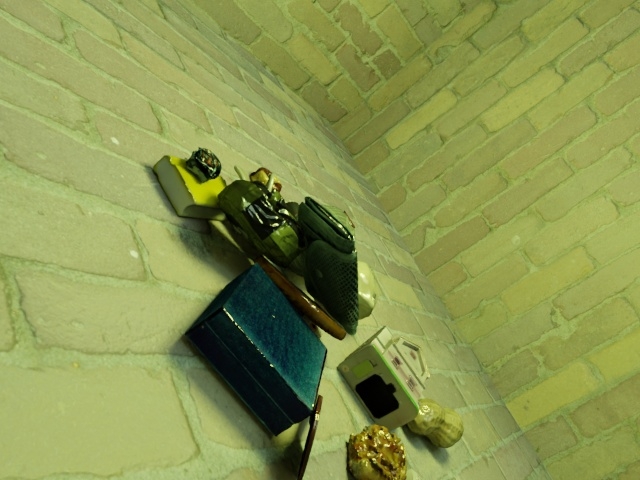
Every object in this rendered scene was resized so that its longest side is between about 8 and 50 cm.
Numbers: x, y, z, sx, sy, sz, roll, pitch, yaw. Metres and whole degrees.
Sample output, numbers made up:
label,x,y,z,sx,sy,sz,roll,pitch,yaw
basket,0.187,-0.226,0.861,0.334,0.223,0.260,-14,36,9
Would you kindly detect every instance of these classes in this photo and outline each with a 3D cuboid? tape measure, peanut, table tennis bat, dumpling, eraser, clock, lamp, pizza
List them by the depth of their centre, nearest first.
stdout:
label,x,y,z,sx,sy,sz,roll,pitch,yaw
table tennis bat,-0.017,0.385,1.043,0.021,0.154,0.274,15,6,3
pizza,0.154,0.530,1.252,0.161,0.085,0.305,59,17,22
tape measure,-0.299,-0.196,1.313,0.091,0.054,0.094,47,24,-19
eraser,-0.324,-0.136,1.340,0.158,0.069,0.226,60,18,12
eraser,0.275,0.678,1.367,0.122,0.029,0.052,48,18,-15
clock,0.214,0.397,1.540,0.235,0.166,0.309,55,25,7
lamp,0.000,0.000,1.599,0.265,0.233,0.233,-17,69,-46
peanut,0.368,0.591,1.630,0.298,0.120,0.136,35,19,-38
dumpling,0.075,0.160,1.716,0.243,0.187,0.318,7,20,-8

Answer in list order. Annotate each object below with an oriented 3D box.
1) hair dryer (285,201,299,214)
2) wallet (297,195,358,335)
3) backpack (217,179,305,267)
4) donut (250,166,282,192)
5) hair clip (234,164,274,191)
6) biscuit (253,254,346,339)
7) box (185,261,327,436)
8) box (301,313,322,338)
label,x,y,z,sx,sy,sz,roll,pitch,yaw
hair dryer,-0.142,-0.066,1.704,0.248,0.078,0.195,22,35,-42
wallet,0.017,0.078,1.359,0.237,0.075,0.342,43,-32,41
backpack,-0.143,-0.046,1.305,0.253,0.140,0.207,54,-12,-30
donut,-0.193,-0.209,1.841,0.140,0.059,0.140,44,17,-18
hair clip,-0.184,-0.081,1.474,0.172,0.113,0.282,-114,-159,-74
biscuit,-0.056,0.154,1.339,0.318,0.040,0.318,41,-5,5
box,-0.120,0.222,1.087,0.279,0.116,0.261,50,15,-8
box,-0.026,0.247,1.455,0.083,0.012,0.046,53,17,-1
